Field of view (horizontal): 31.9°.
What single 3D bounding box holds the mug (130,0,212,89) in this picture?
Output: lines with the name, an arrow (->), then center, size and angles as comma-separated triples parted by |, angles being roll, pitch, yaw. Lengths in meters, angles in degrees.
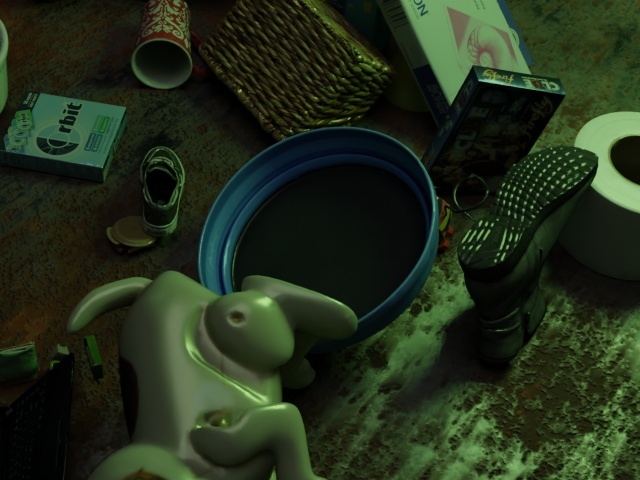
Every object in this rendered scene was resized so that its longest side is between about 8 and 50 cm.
mug -> -0.285, -0.371, 2.122 | 0.113, 0.150, 0.169 | -25, 42, 20

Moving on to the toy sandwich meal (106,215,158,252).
toy sandwich meal -> -0.307, -0.008, 1.841 | 0.085, 0.029, 0.085 | 7, 39, -6

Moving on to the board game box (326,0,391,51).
board game box -> 0.029, -0.540, 2.130 | 0.254, 0.336, 0.079 | 30, 53, 18

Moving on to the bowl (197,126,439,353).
bowl -> 0.000, 0.000, 1.742 | 0.391, 0.077, 0.391 | -12, 54, 17

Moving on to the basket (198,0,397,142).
basket -> -0.037, -0.328, 2.080 | 0.299, 0.223, 0.213 | 47, 18, 23

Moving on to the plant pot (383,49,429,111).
plant pot -> 0.185, -0.324, 2.121 | 0.134, 0.095, 0.134 | 3, 49, -3

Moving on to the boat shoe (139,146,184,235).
boat shoe -> -0.264, -0.101, 1.884 | 0.078, 0.070, 0.219 | 1, 40, -10

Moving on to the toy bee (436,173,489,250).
toy bee -> 0.146, -0.034, 1.856 | 0.298, 0.162, 0.195 | 32, 77, 40

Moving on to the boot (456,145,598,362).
boot -> 0.329, 0.017, 1.769 | 0.118, 0.223, 0.338 | 23, 53, 39

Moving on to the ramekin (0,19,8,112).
ramekin -> -0.684, -0.296, 1.973 | 0.277, 0.135, 0.277 | 3, 49, -3

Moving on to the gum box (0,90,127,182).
gum box -> -0.449, -0.184, 1.965 | 0.184, 0.041, 0.157 | 10, 49, 1

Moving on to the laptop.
laptop -> -0.459, 0.286, 1.498 | 0.136, 0.264, 0.234 | 27, 40, -33

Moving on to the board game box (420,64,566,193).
board game box -> 0.283, -0.181, 1.892 | 0.165, 0.243, 0.042 | 5, 48, -20

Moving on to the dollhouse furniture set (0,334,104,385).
dollhouse furniture set -> -0.397, 0.187, 1.631 | 0.151, 0.076, 0.058 | -11, 51, -16

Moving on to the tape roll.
tape roll -> 0.529, -0.077, 1.901 | 0.246, 0.169, 0.246 | 3, 50, -3

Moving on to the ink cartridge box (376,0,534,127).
ink cartridge box -> 0.268, -0.414, 2.084 | 0.330, 0.071, 0.324 | -38, 106, -35

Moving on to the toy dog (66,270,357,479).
toy dog -> -0.168, 0.252, 1.449 | 0.395, 0.284, 0.408 | 27, 57, -15
